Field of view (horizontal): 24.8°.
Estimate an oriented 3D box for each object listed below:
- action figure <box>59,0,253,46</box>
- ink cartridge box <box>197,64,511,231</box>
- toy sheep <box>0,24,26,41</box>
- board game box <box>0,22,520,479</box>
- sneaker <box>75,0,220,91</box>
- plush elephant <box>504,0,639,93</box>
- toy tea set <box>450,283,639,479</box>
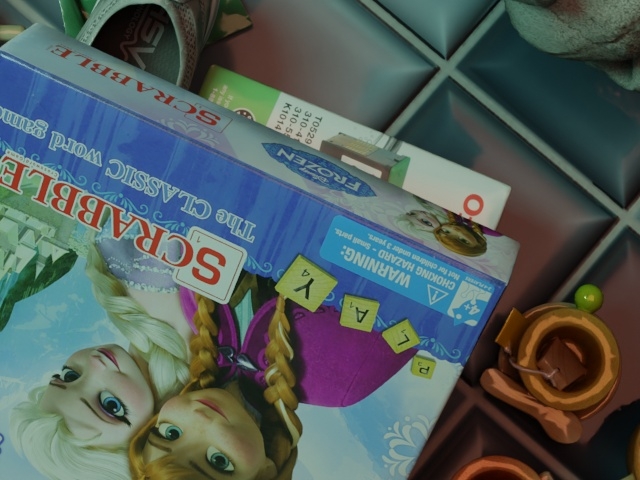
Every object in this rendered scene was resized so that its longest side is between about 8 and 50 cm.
[{"bbox_3d":[-0.157,-0.234,1.028,0.137,0.063,0.232,-24,86,-15],"label":"action figure"},{"bbox_3d":[0.000,0.000,0.980,0.219,0.092,0.160,22,82,3],"label":"ink cartridge box"},{"bbox_3d":[-0.271,-0.140,1.005,0.132,0.091,0.091,-3,81,-15],"label":"toy sheep"},{"bbox_3d":[-0.087,0.075,0.898,0.318,0.066,0.318,24,117,4],"label":"board game box"},{"bbox_3d":[-0.154,-0.061,0.949,0.105,0.115,0.281,20,105,-5],"label":"sneaker"},{"bbox_3d":[0.171,-0.230,0.906,0.330,0.271,0.255,-46,54,28],"label":"plush elephant"},{"bbox_3d":[0.158,0.200,0.936,0.200,0.124,0.336,28,82,3],"label":"toy tea set"}]
